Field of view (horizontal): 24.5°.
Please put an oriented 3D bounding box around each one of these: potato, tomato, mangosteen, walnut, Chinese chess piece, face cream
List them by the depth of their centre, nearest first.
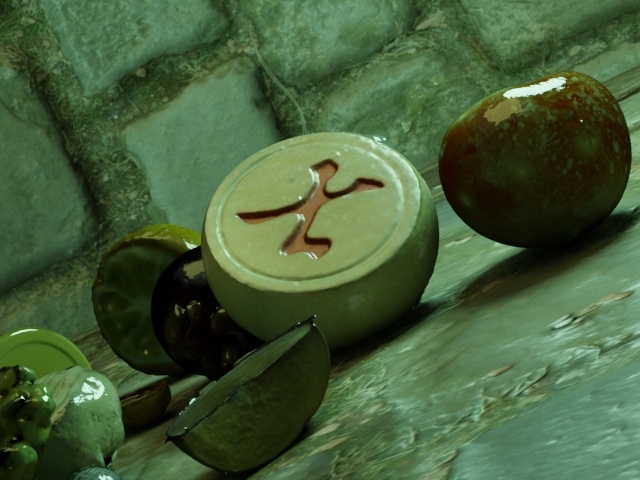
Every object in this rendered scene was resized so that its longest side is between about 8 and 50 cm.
[{"bbox_3d":[-0.085,0.198,1.690,0.243,0.098,0.138,-37,8,-33],"label":"potato"},{"bbox_3d":[0.301,-0.097,2.025,0.270,0.222,0.270,-21,-14,-6],"label":"tomato"},{"bbox_3d":[0.000,0.000,2.070,0.338,0.140,0.338,-7,46,8],"label":"Chinese chess piece"},{"bbox_3d":[-0.266,0.249,2.176,0.121,0.052,0.091,-18,8,39],"label":"walnut"},{"bbox_3d":[-0.147,0.122,2.202,0.211,0.211,0.250,-26,34,1],"label":"mangosteen"},{"bbox_3d":[-0.469,0.250,2.213,0.179,0.218,0.218,-18,10,45],"label":"face cream"}]

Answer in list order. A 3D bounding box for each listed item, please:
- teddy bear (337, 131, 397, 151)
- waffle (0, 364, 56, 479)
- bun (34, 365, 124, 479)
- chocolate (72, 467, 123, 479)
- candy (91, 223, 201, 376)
[{"bbox_3d":[0.047,-0.037,2.301,0.236,0.267,0.151,-8,9,21],"label":"teddy bear"},{"bbox_3d":[-0.399,0.294,1.683,0.297,0.073,0.317,-11,57,58],"label":"waffle"},{"bbox_3d":[-0.338,0.269,1.860,0.239,0.141,0.239,-38,23,19],"label":"bun"},{"bbox_3d":[-0.270,0.307,1.649,0.072,0.072,0.167,-23,5,23],"label":"chocolate"},{"bbox_3d":[-0.258,0.099,2.450,0.260,0.259,0.118,-23,6,22],"label":"candy"}]
